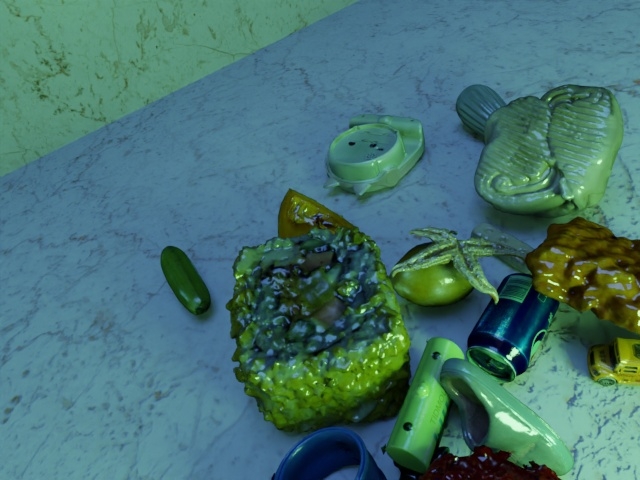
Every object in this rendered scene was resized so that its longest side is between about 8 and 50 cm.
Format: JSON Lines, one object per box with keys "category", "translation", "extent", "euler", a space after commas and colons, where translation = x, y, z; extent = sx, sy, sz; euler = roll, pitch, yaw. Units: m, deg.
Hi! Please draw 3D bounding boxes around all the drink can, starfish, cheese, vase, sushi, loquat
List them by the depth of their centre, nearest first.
{"category": "drink can", "translation": [0.365, 0.163, 0.942], "extent": [0.118, 0.118, 0.205], "euler": [20, 55, 37]}
{"category": "starfish", "translation": [0.274, 0.038, 0.963], "extent": [0.248, 0.050, 0.138], "euler": [13, 55, 18]}
{"category": "sushi", "translation": [-0.018, 0.165, 0.993], "extent": [0.352, 0.240, 0.396], "euler": [-15, 44, 3]}
{"category": "loquat", "translation": [0.240, 0.074, 1.062], "extent": [0.195, 0.152, 0.152], "euler": [-19, 41, -2]}
{"category": "cheese", "translation": [0.430, 0.016, 1.137], "extent": [0.065, 0.043, 0.194], "euler": [-29, 39, -19]}
{"category": "vase", "translation": [0.508, -0.363, 1.468], "extent": [0.128, 0.128, 0.248], "euler": [-24, 50, -5]}

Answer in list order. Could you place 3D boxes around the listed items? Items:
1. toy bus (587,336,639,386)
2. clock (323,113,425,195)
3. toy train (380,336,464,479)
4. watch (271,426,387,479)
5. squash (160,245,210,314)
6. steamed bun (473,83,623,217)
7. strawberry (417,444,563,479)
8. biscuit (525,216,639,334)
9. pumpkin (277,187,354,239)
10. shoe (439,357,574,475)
{"category": "toy bus", "translation": [0.554, 0.209, 0.849], "extent": [0.162, 0.074, 0.069], "euler": [1, 46, 20]}
{"category": "clock", "translation": [0.145, -0.257, 1.496], "extent": [0.265, 0.108, 0.324], "euler": [15, 52, 33]}
{"category": "toy train", "translation": [0.183, 0.287, 0.842], "extent": [0.105, 0.157, 0.253], "euler": [8, 50, 32]}
{"category": "watch", "translation": [0.012, 0.415, 0.784], "extent": [0.196, 0.171, 0.200], "euler": [-16, 26, 6]}
{"category": "squash", "translation": [-0.359, 0.107, 1.309], "extent": [0.082, 0.082, 0.292], "euler": [-32, 44, -14]}
{"category": "steamed bun", "translation": [0.562, -0.193, 1.195], "extent": [0.310, 0.219, 0.324], "euler": [-3, 66, 39]}
{"category": "strawberry", "translation": [0.221, 0.401, 0.635], "extent": [0.274, 0.220, 0.274], "euler": [-10, 57, 16]}
{"category": "biscuit", "translation": [0.559, 0.066, 0.905], "extent": [0.312, 0.110, 0.318], "euler": [27, 27, 32]}
{"category": "pumpkin", "translation": [0.000, 0.000, 1.286], "extent": [0.148, 0.169, 0.312], "euler": [-58, 34, 19]}
{"category": "shoe", "translation": [0.276, 0.295, 0.772], "extent": [0.251, 0.103, 0.100], "euler": [43, 71, 3]}
